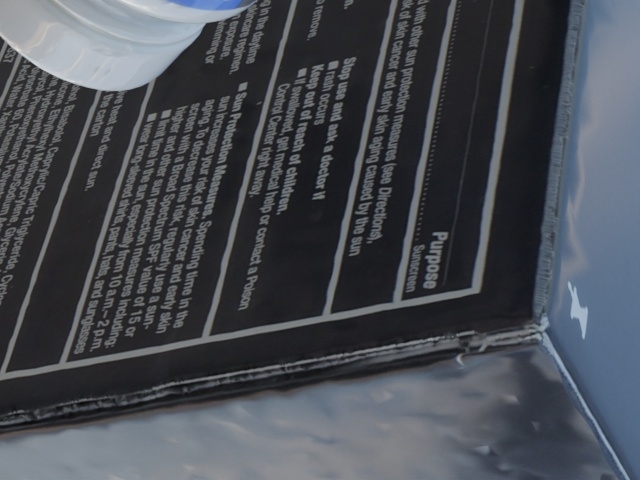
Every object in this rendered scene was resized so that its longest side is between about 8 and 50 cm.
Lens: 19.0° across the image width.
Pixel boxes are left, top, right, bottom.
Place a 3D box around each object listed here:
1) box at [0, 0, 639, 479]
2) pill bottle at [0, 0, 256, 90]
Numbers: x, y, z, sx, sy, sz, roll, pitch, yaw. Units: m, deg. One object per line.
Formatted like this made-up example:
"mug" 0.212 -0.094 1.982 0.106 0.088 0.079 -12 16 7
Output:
"box" 0.000 0.000 0.764 0.294 0.182 0.296 -12 -136 27
"pill bottle" -0.027 -0.101 0.454 0.137 0.078 0.078 -44 -143 38
